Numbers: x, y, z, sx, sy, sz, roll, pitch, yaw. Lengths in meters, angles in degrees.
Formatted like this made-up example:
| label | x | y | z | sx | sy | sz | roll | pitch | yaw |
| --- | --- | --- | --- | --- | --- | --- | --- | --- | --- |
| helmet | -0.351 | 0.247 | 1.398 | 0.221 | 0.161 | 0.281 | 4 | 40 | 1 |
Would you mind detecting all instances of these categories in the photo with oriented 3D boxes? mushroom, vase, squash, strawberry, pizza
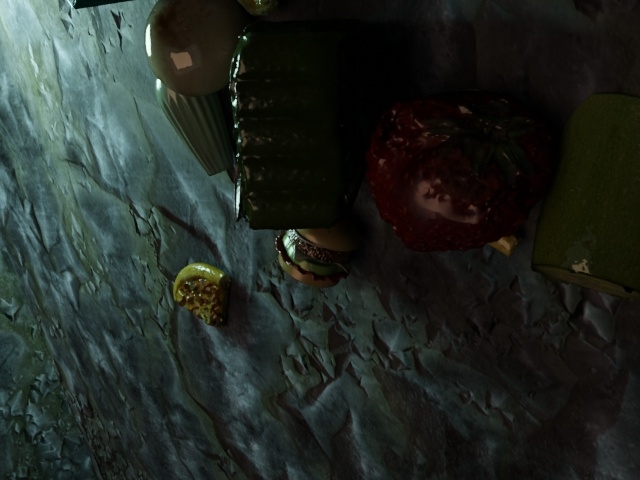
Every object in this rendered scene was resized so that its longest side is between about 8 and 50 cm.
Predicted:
| label | x | y | z | sx | sy | sz | roll | pitch | yaw |
| --- | --- | --- | --- | --- | --- | --- | --- | --- | --- |
| mushroom | -0.245 | -0.401 | 1.372 | 0.226 | 0.178 | 0.226 | 0 | 89 | 9 |
| vase | -0.270 | -0.265 | 1.517 | 0.128 | 0.128 | 0.248 | 1 | 121 | 46 |
| squash | 0.424 | -0.057 | 0.992 | 0.189 | 0.189 | 0.260 | 13 | 85 | 41 |
| strawberry | 0.197 | -0.093 | 1.016 | 0.274 | 0.274 | 0.220 | 42 | 151 | 21 |
| pizza | -0.319 | 0.156 | 1.848 | 0.292 | 0.058 | 0.197 | -15 | 102 | 49 |

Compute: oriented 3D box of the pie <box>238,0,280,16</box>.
| label | x | y | z | sx | sy | sz | roll | pitch | yaw |
| --- | --- | --- | --- | --- | --- | --- | --- | --- | --- |
| pie | -0.124 | -0.542 | 1.223 | 0.257 | 0.105 | 0.274 | -2 | 110 | 56 |

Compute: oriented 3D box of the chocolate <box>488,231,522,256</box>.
| label | x | y | z | sx | sy | sz | roll | pitch | yaw |
| --- | --- | --- | --- | --- | --- | --- | --- | --- | --- |
| chocolate | 0.241 | -0.053 | 1.146 | 0.219 | 0.085 | 0.085 | 41 | 136 | 16 |

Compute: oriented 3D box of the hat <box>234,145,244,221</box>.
| label | x | y | z | sx | sy | sz | roll | pitch | yaw |
| --- | --- | --- | --- | --- | --- | --- | --- | --- | --- |
| hat | -0.144 | -0.135 | 1.495 | 0.193 | 0.082 | 0.193 | -179 | 90 | -80 |

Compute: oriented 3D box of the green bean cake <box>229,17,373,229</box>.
| label | x | y | z | sx | sy | sz | roll | pitch | yaw |
| --- | --- | --- | --- | --- | --- | --- | --- | --- | --- |
| green bean cake | -0.024 | -0.197 | 1.127 | 0.218 | 0.335 | 0.319 | -1 | 112 | 2 |

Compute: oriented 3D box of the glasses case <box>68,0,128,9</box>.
| label | x | y | z | sx | sy | sz | roll | pitch | yaw |
| --- | --- | --- | --- | --- | --- | --- | --- | --- | --- |
| glasses case | -0.369 | -0.532 | 1.324 | 0.117 | 0.301 | 0.070 | 54 | 140 | 8 |

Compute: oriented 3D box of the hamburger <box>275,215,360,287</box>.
| label | x | y | z | sx | sy | sz | roll | pitch | yaw |
| --- | --- | --- | --- | --- | --- | --- | --- | --- | --- |
| hamburger | 0.000 | 0.002 | 1.361 | 0.175 | 0.175 | 0.137 | 38 | 122 | 25 |

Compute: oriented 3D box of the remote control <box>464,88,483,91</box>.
| label | x | y | z | sx | sy | sz | roll | pitch | yaw |
| --- | --- | --- | --- | --- | --- | --- | --- | --- | --- |
| remote control | 0.248 | -0.200 | 1.095 | 0.034 | 0.016 | 0.091 | 9 | 119 | 25 |
